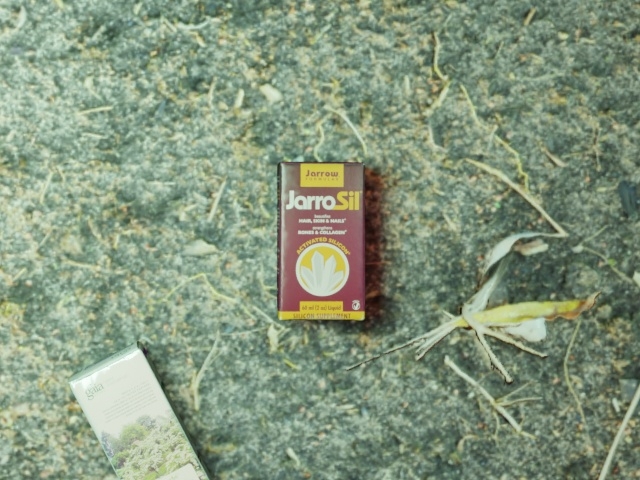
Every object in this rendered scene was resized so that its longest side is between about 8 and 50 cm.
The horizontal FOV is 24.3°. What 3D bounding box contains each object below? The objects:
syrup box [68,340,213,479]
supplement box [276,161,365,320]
[{"bbox_3d":[-0.202,0.244,1.757,0.093,0.096,0.236,-28,93,-4],"label":"syrup box"},{"bbox_3d":[0.000,0.000,1.771,0.104,0.081,0.188,0,91,-4],"label":"supplement box"}]
